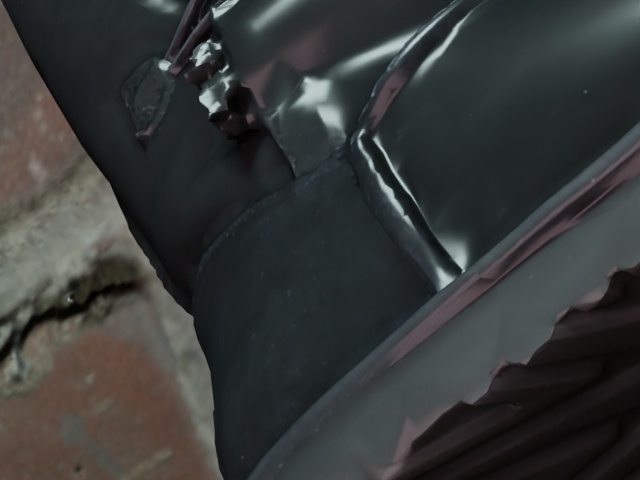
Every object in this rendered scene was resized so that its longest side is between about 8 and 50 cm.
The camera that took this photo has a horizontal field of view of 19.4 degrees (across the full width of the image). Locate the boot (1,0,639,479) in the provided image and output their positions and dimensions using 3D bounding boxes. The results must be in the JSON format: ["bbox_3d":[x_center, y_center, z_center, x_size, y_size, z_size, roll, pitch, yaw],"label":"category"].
[{"bbox_3d":[0.059,-0.136,0.596,0.367,0.146,0.445,-35,45,10],"label":"boot"}]
